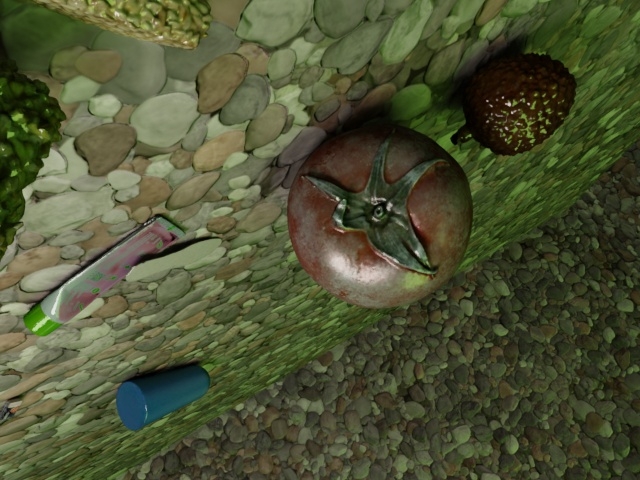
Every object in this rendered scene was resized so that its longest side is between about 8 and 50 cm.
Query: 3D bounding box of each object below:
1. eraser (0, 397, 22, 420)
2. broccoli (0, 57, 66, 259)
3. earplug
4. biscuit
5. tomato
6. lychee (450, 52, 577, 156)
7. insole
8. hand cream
[{"bbox_3d":[-0.677,0.370,0.974,0.027,0.019,0.099,-2,142,-52],"label":"eraser"},{"bbox_3d":[-0.293,-0.032,0.348,0.273,0.181,0.242,93,21,-70],"label":"broccoli"},{"bbox_3d":[-0.442,0.445,1.321,0.132,0.132,0.273,-43,160,25],"label":"earplug"},{"bbox_3d":[-0.171,-0.206,0.363,0.169,0.082,0.070,1,115,-54],"label":"biscuit"},{"bbox_3d":[0.099,-0.040,0.772,0.317,0.316,0.282,-36,173,8],"label":"tomato"},{"bbox_3d":[0.353,-0.250,0.838,0.238,0.200,0.200,-27,159,10],"label":"lychee"},{"bbox_3d":[-0.258,0.033,0.804,0.197,0.004,0.065,-23,156,-47],"label":"insole"},{"bbox_3d":[-0.351,0.055,0.726,0.275,0.050,0.079,-37,-176,-3],"label":"hand cream"}]
